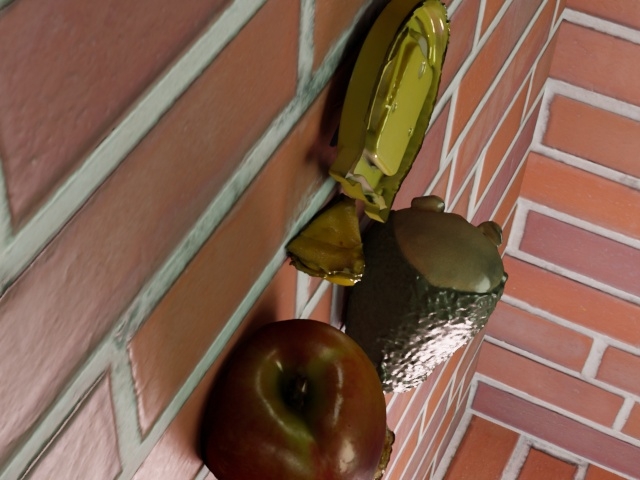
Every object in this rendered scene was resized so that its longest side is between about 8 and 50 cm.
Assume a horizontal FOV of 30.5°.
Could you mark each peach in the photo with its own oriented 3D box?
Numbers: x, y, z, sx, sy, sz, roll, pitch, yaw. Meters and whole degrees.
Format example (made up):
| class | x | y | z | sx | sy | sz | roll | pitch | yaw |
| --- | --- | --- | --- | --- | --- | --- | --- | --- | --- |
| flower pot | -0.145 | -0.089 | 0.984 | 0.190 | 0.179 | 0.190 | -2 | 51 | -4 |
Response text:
| class | x | y | z | sx | sy | sz | roll | pitch | yaw |
| --- | --- | --- | --- | --- | --- | --- | --- | --- | --- |
| peach | -0.032 | 0.244 | 1.527 | 0.248 | 0.245 | 0.275 | -34 | 165 | -14 |

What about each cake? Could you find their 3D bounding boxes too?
| class | x | y | z | sx | sy | sz | roll | pitch | yaw |
| --- | --- | --- | --- | --- | --- | --- | --- | --- | --- |
| cake | -0.001 | 0.003 | 1.574 | 0.185 | 0.116 | 0.080 | -100 | -160 | -51 |

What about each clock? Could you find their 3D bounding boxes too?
| class | x | y | z | sx | sy | sz | roll | pitch | yaw |
| --- | --- | --- | --- | --- | --- | --- | --- | --- | --- |
| clock | 0.084 | -0.184 | 1.540 | 0.294 | 0.071 | 0.277 | -65 | 160 | -12 |

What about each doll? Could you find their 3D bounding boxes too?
| class | x | y | z | sx | sy | sz | roll | pitch | yaw |
| --- | --- | --- | --- | --- | --- | --- | --- | --- | --- |
| doll | 0.154 | 0.094 | 1.883 | 0.247 | 0.247 | 0.350 | -50 | 165 | -50 |

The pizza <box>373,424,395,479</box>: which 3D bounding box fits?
| class | x | y | z | sx | sy | sz | roll | pitch | yaw |
| --- | --- | --- | --- | --- | --- | --- | --- | --- | --- |
| pizza | 0.057 | 0.487 | 2.325 | 0.305 | 0.085 | 0.161 | -64 | -174 | -9 |
